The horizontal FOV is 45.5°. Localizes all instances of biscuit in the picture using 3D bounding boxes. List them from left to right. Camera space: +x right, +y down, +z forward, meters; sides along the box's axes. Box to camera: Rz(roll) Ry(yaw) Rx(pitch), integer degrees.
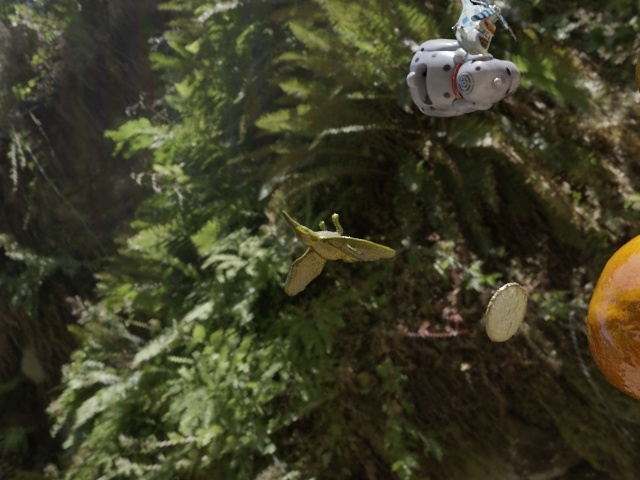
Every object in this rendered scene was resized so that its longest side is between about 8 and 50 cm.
[{"bbox_3d":[0.447,0.173,1.830,0.152,0.020,0.152,-13,-67,-34],"label":"biscuit"}]

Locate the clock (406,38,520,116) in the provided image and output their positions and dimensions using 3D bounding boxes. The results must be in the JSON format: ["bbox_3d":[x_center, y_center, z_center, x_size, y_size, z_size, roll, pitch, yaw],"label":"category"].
[{"bbox_3d":[0.336,-0.364,1.724,0.188,0.254,0.189,-7,-76,-27],"label":"clock"}]

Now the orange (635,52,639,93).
[{"bbox_3d":[0.736,-0.339,1.505,0.236,0.236,0.236,-31,-26,-17],"label":"orange"}]

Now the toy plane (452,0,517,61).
[{"bbox_3d":[0.286,-0.445,1.491,0.182,0.273,0.107,23,-55,-41],"label":"toy plane"}]

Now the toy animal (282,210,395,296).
[{"bbox_3d":[0.000,0.000,1.224,0.219,0.155,0.095,-33,11,36],"label":"toy animal"}]

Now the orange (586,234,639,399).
[{"bbox_3d":[0.545,0.117,1.195,0.283,0.226,0.284,-24,-55,-41],"label":"orange"}]
